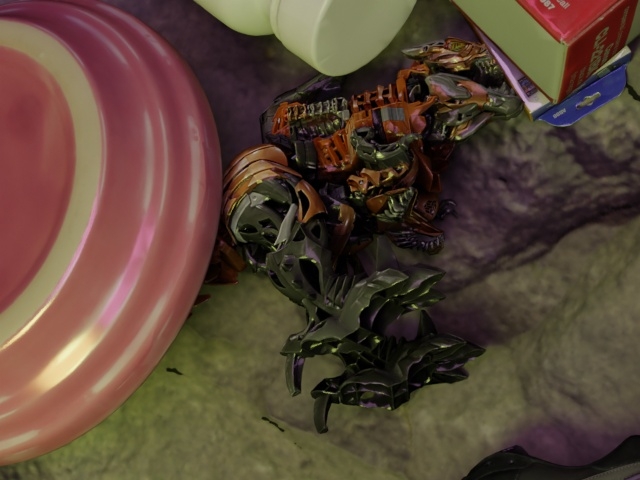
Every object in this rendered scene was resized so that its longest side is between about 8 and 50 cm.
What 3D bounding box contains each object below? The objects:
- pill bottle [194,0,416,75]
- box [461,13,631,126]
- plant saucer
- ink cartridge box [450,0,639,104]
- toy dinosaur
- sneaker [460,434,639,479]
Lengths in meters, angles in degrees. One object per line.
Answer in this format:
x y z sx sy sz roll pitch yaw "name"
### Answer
-0.046 -0.214 1.143 0.229 0.131 0.131 40 89 26 "pill bottle"
0.151 -0.146 1.163 0.081 0.028 0.136 -32 73 3 "box"
-0.225 -0.019 1.134 0.332 0.084 0.332 -11 67 27 "plant saucer"
0.191 -0.258 1.113 0.273 0.114 0.197 -40 75 -7 "ink cartridge box"
0.000 0.000 1.130 0.322 0.164 0.218 -44 59 20 "toy dinosaur"
0.105 0.201 1.087 0.283 0.107 0.124 -12 57 9 "sneaker"
